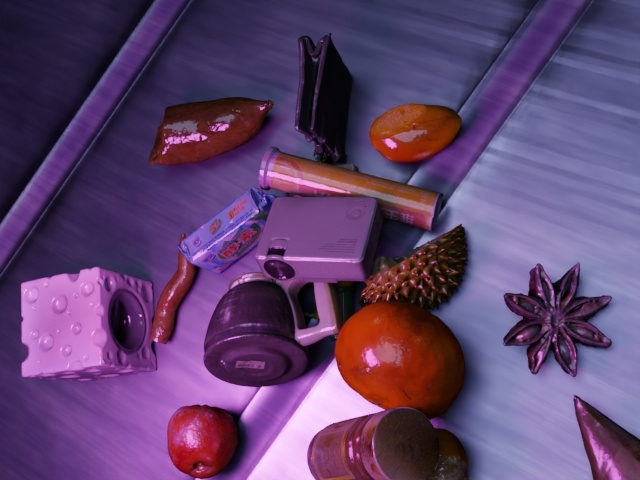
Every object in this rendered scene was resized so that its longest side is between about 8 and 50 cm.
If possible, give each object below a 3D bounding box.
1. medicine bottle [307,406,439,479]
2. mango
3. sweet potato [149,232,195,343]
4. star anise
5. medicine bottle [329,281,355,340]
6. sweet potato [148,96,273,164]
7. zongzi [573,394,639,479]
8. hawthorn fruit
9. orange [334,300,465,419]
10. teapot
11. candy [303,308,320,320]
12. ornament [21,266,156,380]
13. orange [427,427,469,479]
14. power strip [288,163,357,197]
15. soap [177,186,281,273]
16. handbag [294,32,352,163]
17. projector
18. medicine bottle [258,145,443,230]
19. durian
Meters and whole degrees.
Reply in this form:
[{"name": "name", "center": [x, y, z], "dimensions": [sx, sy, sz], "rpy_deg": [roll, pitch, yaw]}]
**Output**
[{"name": "medicine bottle", "center": [0.098, 0.440, 1.728], "dimensions": [0.322, 0.151, 0.151], "rpy_deg": [-34, 59, 59]}, {"name": "mango", "center": [0.227, -0.255, 1.956], "dimensions": [0.217, 0.102, 0.141], "rpy_deg": [-15, 49, 15]}, {"name": "sweet potato", "center": [-0.369, 0.125, 2.128], "dimensions": [0.067, 0.059, 0.281], "rpy_deg": [19, 85, 36]}, {"name": "star anise", "center": [0.485, 0.167, 1.752], "dimensions": [0.236, 0.109, 0.223], "rpy_deg": [-41, 89, -6]}, {"name": "medicine bottle", "center": [0.044, 0.083, 1.962], "dimensions": [0.111, 0.076, 0.308], "rpy_deg": [-7, 75, 25]}, {"name": "sweet potato", "center": [-0.282, -0.287, 2.147], "dimensions": [0.370, 0.158, 0.157], "rpy_deg": [-8, 75, 13]}, {"name": "zongzi", "center": [0.565, 0.550, 1.595], "dimensions": [0.393, 0.174, 0.356], "rpy_deg": [35, 96, 25]}, {"name": "hawthorn fruit", "center": [-0.281, 0.472, 1.959], "dimensions": [0.173, 0.173, 0.172], "rpy_deg": [-5, 76, 21]}, {"name": "orange", "center": [0.170, 0.252, 1.767], "dimensions": [0.284, 0.284, 0.226], "rpy_deg": [25, 72, 25]}, {"name": "teapot", "center": [-0.126, 0.172, 1.913], "dimensions": [0.321, 0.240, 0.239], "rpy_deg": [-45, 36, 43]}, {"name": "candy", "center": [-0.032, 0.177, 2.002], "dimensions": [0.123, 0.035, 0.035], "rpy_deg": [-4, 88, 31]}, {"name": "ornament", "center": [-0.580, 0.219, 2.094], "dimensions": [0.240, 0.239, 0.239], "rpy_deg": [-12, 74, 20]}, {"name": "orange", "center": [0.244, 0.475, 1.750], "dimensions": [0.134, 0.156, 0.156], "rpy_deg": [-14, 73, 8]}, {"name": "power strip", "center": [0.005, -0.141, 2.052], "dimensions": [0.192, 0.035, 0.081], "rpy_deg": [-5, 78, 21]}, {"name": "soap", "center": [-0.208, -0.023, 2.045], "dimensions": [0.293, 0.156, 0.077], "rpy_deg": [-37, 66, 11]}, {"name": "handbag", "center": [0.008, -0.330, 1.978], "dimensions": [0.079, 0.247, 0.260], "rpy_deg": [0, 77, 16]}, {"name": "projector", "center": [0.000, 0.000, 1.873], "dimensions": [0.257, 0.099, 0.192], "rpy_deg": [1, 50, 19]}, {"name": "medicine bottle", "center": [0.070, -0.122, 1.949], "dimensions": [0.426, 0.108, 0.108], "rpy_deg": [15, 84, 15]}, {"name": "durian", "center": [0.198, 0.072, 1.869], "dimensions": [0.306, 0.172, 0.166], "rpy_deg": [-37, 43, 19]}]
